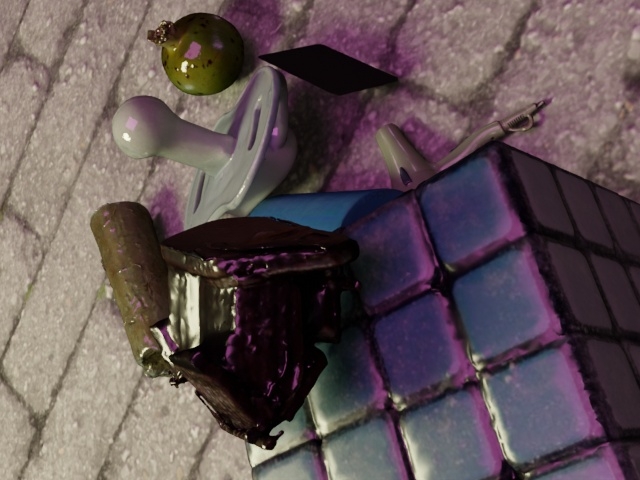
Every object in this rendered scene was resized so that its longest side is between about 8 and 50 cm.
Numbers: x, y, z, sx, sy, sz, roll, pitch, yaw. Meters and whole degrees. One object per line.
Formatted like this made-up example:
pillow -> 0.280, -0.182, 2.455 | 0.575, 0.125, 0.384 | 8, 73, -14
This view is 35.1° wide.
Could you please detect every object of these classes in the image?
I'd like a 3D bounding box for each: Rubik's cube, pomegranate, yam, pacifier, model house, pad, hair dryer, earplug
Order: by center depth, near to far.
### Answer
model house -> -0.061, 0.071, 0.839 | 0.203, 0.141, 0.164 | -161, 63, -65
Rubik's cube -> 0.158, 0.156, 0.916 | 0.337, 0.344, 0.344 | -32, 63, 31
hair dryer -> 0.145, -0.120, 1.179 | 0.199, 0.067, 0.167 | -50, 48, 8
earplug -> 0.000, 0.000, 1.200 | 0.273, 0.132, 0.132 | 8, 87, 58
pad -> 0.010, -0.217, 1.271 | 0.157, 0.112, 0.003 | 32, 129, 40
pacifier -> -0.154, -0.131, 1.296 | 0.287, 0.226, 0.238 | -33, 45, 54
pomegranate -> -0.168, -0.266, 1.414 | 0.130, 0.130, 0.130 | -9, 76, 39
yam -> -0.252, 0.070, 1.441 | 0.093, 0.093, 0.259 | -39, 60, 28
